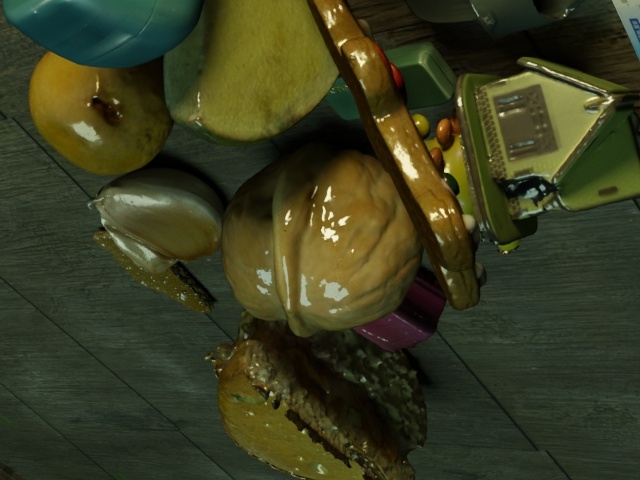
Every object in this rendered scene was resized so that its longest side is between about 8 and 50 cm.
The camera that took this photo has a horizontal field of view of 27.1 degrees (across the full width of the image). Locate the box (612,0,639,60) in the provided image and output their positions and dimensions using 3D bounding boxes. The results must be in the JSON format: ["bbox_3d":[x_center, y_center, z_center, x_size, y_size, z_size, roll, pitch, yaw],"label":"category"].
[{"bbox_3d":[0.392,-0.240,1.378,0.139,0.073,0.194,0,141,38],"label":"box"}]

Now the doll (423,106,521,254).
[{"bbox_3d":[0.189,-0.072,1.750,0.135,0.143,0.221,8,153,31],"label":"doll"}]

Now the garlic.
[{"bbox_3d":[-0.263,-0.050,2.162,0.217,0.110,0.228,-15,143,34],"label":"garlic"}]

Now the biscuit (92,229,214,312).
[{"bbox_3d":[-0.301,0.056,2.433,0.131,0.026,0.237,-2,141,42],"label":"biscuit"}]

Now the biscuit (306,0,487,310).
[{"bbox_3d":[0.089,-0.139,1.547,0.064,0.432,0.283,-25,159,0],"label":"biscuit"}]

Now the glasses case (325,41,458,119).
[{"bbox_3d":[0.084,-0.203,1.709,0.184,0.039,0.078,-5,138,43],"label":"glasses case"}]

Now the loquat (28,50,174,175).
[{"bbox_3d":[-0.304,-0.196,1.863,0.208,0.208,0.208,19,150,12],"label":"loquat"}]

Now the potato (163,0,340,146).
[{"bbox_3d":[-0.122,-0.223,1.620,0.269,0.255,0.112,42,146,-25],"label":"potato"}]

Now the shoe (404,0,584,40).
[{"bbox_3d":[0.186,-0.266,1.480,0.241,0.093,0.108,0,140,40],"label":"shoe"}]

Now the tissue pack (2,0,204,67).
[{"bbox_3d":[-0.218,-0.340,1.485,0.206,0.288,0.198,18,158,-37],"label":"tissue pack"}]

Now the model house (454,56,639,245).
[{"bbox_3d":[0.318,-0.122,1.513,0.278,0.218,0.205,-12,92,26],"label":"model house"}]

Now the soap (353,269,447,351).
[{"bbox_3d":[0.062,0.069,2.108,0.250,0.099,0.162,33,157,-11],"label":"soap"}]

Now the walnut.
[{"bbox_3d":[0.000,0.000,1.877,0.296,0.285,0.285,8,146,18],"label":"walnut"}]

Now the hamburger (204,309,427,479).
[{"bbox_3d":[-0.031,0.255,2.293,0.287,0.268,0.445,-8,140,42],"label":"hamburger"}]
